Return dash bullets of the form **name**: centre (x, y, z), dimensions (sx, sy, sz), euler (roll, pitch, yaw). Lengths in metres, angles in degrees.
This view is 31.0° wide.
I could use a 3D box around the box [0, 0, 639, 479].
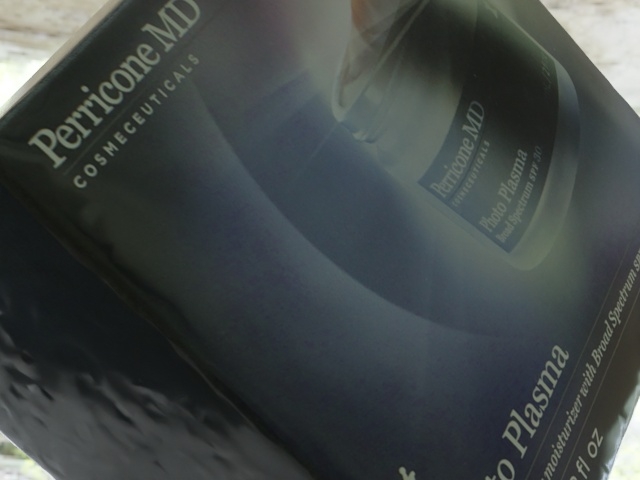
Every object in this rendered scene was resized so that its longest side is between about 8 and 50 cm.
- **box**: centre (0.000, 0.000, 0.549), dimensions (0.294, 0.296, 0.182), euler (45, -39, -14)
